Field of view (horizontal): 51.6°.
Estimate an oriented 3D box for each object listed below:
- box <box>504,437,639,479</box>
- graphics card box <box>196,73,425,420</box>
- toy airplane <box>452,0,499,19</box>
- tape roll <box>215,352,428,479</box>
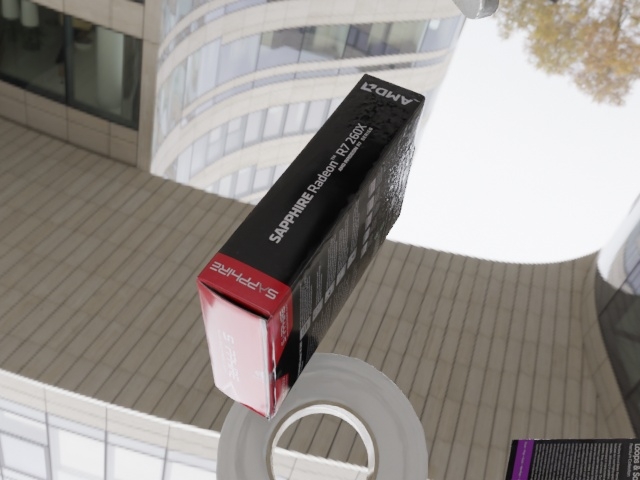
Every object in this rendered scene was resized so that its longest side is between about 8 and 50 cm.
[{"bbox_3d":[0.253,0.247,0.634,0.029,0.162,0.116,49,-133,-25],"label":"box"},{"bbox_3d":[0.000,0.000,0.790,0.094,0.232,0.371,25,-125,16],"label":"graphics card box"},{"bbox_3d":[0.179,-0.385,0.543,0.272,0.386,0.384,-30,-156,-6],"label":"toy airplane"},{"bbox_3d":[0.001,0.304,0.915,0.286,0.100,0.286,1,-111,-1],"label":"tape roll"}]
